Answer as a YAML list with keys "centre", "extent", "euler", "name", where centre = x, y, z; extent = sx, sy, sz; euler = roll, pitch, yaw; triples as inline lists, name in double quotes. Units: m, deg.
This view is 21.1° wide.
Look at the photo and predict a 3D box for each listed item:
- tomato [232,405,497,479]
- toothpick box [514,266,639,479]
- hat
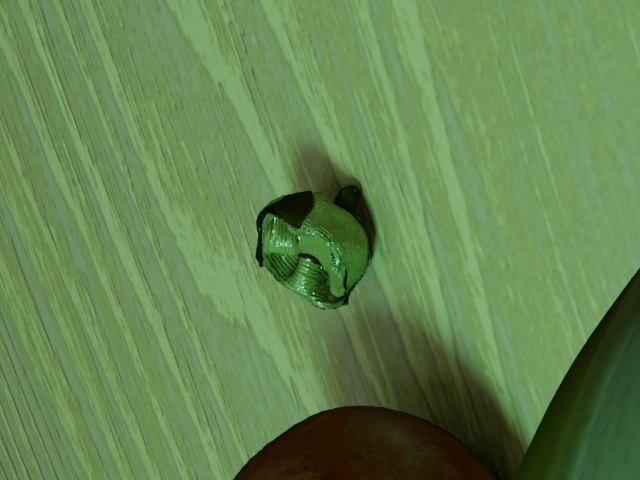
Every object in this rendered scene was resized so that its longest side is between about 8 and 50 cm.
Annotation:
- centre: [0.026, 0.211, 1.109]
  extent: [0.184, 0.208, 0.208]
  euler: [-165, 53, -79]
  name: "tomato"
- centre: [0.248, 0.162, 0.564]
  extent: [0.409, 0.409, 0.425]
  euler: [50, 145, 23]
  name: "toothpick box"
- centre: [-0.001, 0.000, 1.144]
  extent: [0.076, 0.059, 0.077]
  euler: [31, 144, 20]
  name: "hat"
